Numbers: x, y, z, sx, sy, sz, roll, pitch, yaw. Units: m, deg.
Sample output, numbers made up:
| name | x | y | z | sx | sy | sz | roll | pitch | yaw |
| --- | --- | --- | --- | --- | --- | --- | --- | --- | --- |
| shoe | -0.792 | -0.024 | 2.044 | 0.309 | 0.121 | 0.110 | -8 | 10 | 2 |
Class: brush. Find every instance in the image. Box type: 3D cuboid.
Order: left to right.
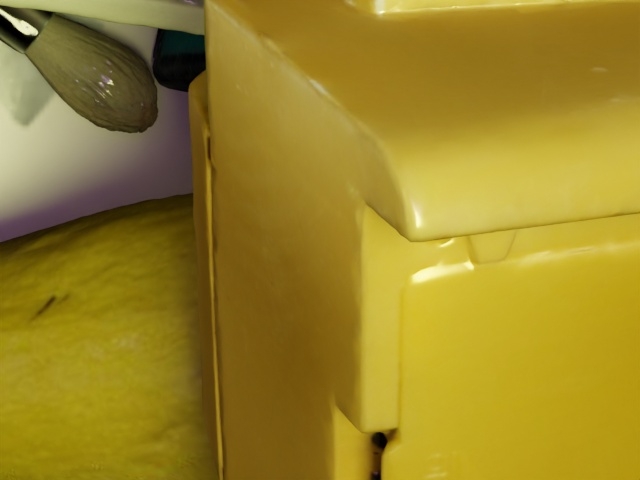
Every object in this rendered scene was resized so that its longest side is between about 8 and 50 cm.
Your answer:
| name | x | y | z | sx | sy | sz | roll | pitch | yaw |
| --- | --- | --- | --- | --- | --- | --- | --- | --- | --- |
| brush | -0.195 | -0.141 | 0.733 | 0.299 | 0.042 | 0.039 | 35 | 87 | -13 |

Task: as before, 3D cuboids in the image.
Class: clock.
| name | x | y | z | sx | sy | sz | roll | pitch | yaw |
| --- | --- | --- | --- | --- | --- | --- | --- | --- | --- |
| clock | 0.126 | 0.014 | 0.517 | 0.317 | 0.200 | 0.244 | -8 | 121 | -17 |

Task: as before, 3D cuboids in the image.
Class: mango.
| name | x | y | z | sx | sy | sz | roll | pitch | yaw |
| --- | --- | --- | --- | --- | --- | --- | --- | --- | --- |
| mango | -0.075 | 0.063 | 0.703 | 0.332 | 0.195 | 0.142 | -8 | 62 | 17 |

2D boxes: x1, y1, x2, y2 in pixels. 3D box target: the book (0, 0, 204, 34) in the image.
| name | x | y | z | sx | sy | sz | roll | pitch | yaw |
| --- | --- | --- | --- | --- | --- | --- | --- | --- | --- |
| book | -0.161 | -0.266 | 0.642 | 0.264 | 0.031 | 0.379 | 5 | 68 | -17 |

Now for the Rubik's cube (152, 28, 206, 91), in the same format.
| name | x | y | z | sx | sy | sz | roll | pitch | yaw |
| --- | --- | --- | --- | --- | --- | --- | --- | --- | --- |
| Rubik's cube | 0.085 | -0.164 | 0.696 | 0.255 | 0.259 | 0.260 | 11 | 90 | -18 |
